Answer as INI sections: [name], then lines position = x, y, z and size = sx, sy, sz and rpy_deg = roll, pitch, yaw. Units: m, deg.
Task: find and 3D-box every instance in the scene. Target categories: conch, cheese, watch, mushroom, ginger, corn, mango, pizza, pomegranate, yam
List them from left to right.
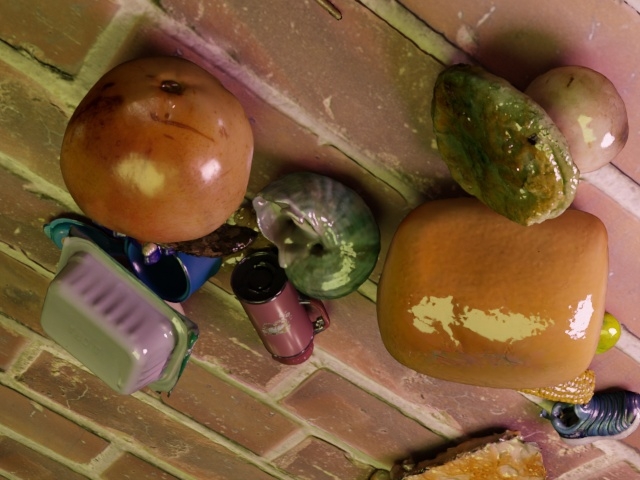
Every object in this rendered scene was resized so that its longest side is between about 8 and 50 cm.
[cheese]
position = -0.441, 0.008, 1.780
size = 0.256, 0.037, 0.106
rpy_deg = 13, 138, 0
[pomegranate]
position = -0.260, -0.137, 1.407
size = 0.319, 0.319, 0.319
rpy_deg = 9, 135, 9
[watch]
position = -0.293, 0.013, 1.648
size = 0.196, 0.171, 0.200
rpy_deg = 30, 140, 33
[ginger]
position = -0.136, -0.004, 1.654
size = 0.214, 0.059, 0.133
rpy_deg = -20, 131, 29
[yam]
position = -0.008, -0.364, 1.295
size = 0.107, 0.014, 0.014
rpy_deg = 38, 132, -19
[conch]
position = 0.000, 0.000, 1.545
size = 0.220, 0.196, 0.277
rpy_deg = 5, 159, 16
[pizza]
position = 0.358, 0.578, 2.053
size = 0.391, 0.080, 0.435
rpy_deg = -6, 130, 22
[corn]
position = 0.384, 0.244, 1.703
size = 0.310, 0.102, 0.101
rpy_deg = 23, 135, -6
[mushroom]
position = 0.370, -0.179, 1.282
size = 0.166, 0.127, 0.166
rpy_deg = 26, 138, 26
[mango]
position = 0.515, 0.174, 1.623
size = 0.073, 0.056, 0.108
rpy_deg = 14, 139, 12

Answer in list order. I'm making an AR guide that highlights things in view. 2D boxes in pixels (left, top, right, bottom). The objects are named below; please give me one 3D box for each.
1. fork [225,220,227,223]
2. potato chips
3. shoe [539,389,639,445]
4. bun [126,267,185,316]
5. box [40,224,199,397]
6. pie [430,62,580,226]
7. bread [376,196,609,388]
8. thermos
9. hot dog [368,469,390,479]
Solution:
[fork]
position = -0.230, 0.024, 1.730
size = 0.028, 0.034, 0.219
rpy_deg = 22, 136, -16
[potato chips]
position = -0.218, -0.033, 1.537
size = 0.219, 0.202, 0.029
rpy_deg = 22, 124, 8
[shoe]
position = 0.547, 0.348, 1.756
size = 0.106, 0.092, 0.207
rpy_deg = 38, 136, -27
[bun]
position = -0.365, 0.158, 1.822
size = 0.229, 0.145, 0.230
rpy_deg = 11, 122, 18
[box]
position = -0.416, 0.170, 1.695
size = 0.336, 0.106, 0.264
rpy_deg = 37, 132, 8
[pie]
position = 0.262, -0.135, 1.296
size = 0.277, 0.078, 0.277
rpy_deg = 50, 166, 17
[bread]
position = 0.286, 0.105, 1.493
size = 0.375, 0.253, 0.348
rpy_deg = 9, 139, 11
[thermos]
position = -0.070, 0.146, 1.733
size = 0.109, 0.136, 0.330
rpy_deg = 41, 164, 32
[hot dog]
position = 0.134, 0.651, 2.216
size = 0.066, 0.047, 0.216
rpy_deg = 18, 136, 3
